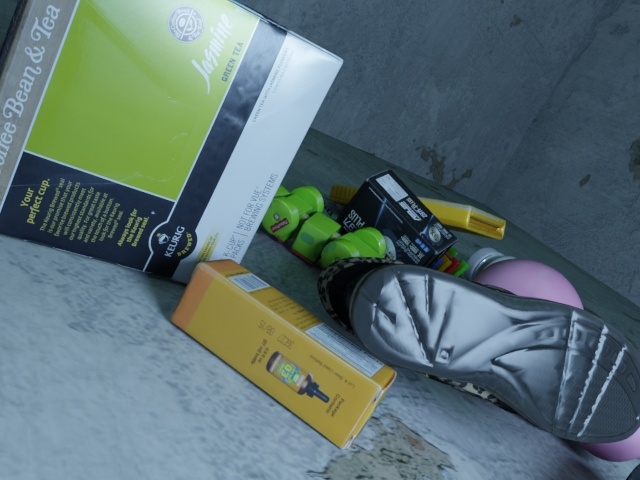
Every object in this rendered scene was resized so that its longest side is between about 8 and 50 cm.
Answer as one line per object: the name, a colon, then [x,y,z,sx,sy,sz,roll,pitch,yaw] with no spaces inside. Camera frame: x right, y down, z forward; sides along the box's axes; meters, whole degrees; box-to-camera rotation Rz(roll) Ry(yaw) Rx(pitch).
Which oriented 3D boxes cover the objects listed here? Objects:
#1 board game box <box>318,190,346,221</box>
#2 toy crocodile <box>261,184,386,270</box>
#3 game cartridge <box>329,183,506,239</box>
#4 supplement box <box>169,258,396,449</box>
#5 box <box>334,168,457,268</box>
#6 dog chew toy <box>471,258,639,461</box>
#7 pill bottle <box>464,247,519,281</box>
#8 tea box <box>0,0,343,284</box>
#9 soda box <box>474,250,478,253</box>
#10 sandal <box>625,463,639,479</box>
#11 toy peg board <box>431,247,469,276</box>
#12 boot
board game box: [0.072,-0.012,1.330,0.214,0.046,0.317,24,15,-12]
toy crocodile: [0.000,0.000,1.073,0.341,0.105,0.115,35,31,15]
game cartridge: [0.212,-0.062,1.363,0.324,0.052,0.285,11,1,30]
supplement box: [-0.040,0.111,0.657,0.233,0.078,0.080,34,12,17]
box: [0.126,-0.010,1.114,0.180,0.147,0.078,49,43,13]
dog chew toy: [0.348,0.180,0.911,0.332,0.206,0.207,43,20,23]
pill bottle: [0.423,0.109,1.387,0.131,0.131,0.229,20,17,-28]
tea box: [-0.212,-0.157,0.750,0.324,0.328,0.220,20,18,-32]
soda box: [0.452,0.094,1.629,0.063,0.058,0.183,23,16,-19]
sandal: [0.341,0.301,0.526,0.168,0.107,0.446,35,25,22]
toy peg board: [0.227,0.020,1.309,0.161,0.079,0.161,32,17,-54]
boot: [0.178,0.117,0.778,0.378,0.138,0.284,19,-2,-14]
